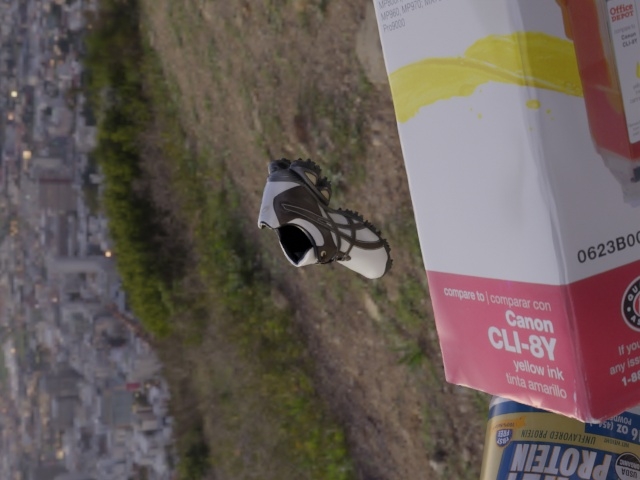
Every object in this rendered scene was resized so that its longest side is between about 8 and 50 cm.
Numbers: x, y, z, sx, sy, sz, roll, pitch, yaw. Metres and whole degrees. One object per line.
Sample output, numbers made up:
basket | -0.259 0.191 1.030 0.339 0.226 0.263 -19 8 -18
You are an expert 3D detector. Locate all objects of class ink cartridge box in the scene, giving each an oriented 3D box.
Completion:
ink cartridge box | 0.205 -0.108 0.635 0.160 0.279 0.384 5 110 64

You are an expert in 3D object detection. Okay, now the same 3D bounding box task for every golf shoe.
golf shoe | 0.000 0.000 0.957 0.077 0.198 0.094 -3 55 45

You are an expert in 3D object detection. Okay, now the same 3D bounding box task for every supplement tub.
supplement tub | 0.186 0.213 0.664 0.144 0.144 0.199 -35 39 60
